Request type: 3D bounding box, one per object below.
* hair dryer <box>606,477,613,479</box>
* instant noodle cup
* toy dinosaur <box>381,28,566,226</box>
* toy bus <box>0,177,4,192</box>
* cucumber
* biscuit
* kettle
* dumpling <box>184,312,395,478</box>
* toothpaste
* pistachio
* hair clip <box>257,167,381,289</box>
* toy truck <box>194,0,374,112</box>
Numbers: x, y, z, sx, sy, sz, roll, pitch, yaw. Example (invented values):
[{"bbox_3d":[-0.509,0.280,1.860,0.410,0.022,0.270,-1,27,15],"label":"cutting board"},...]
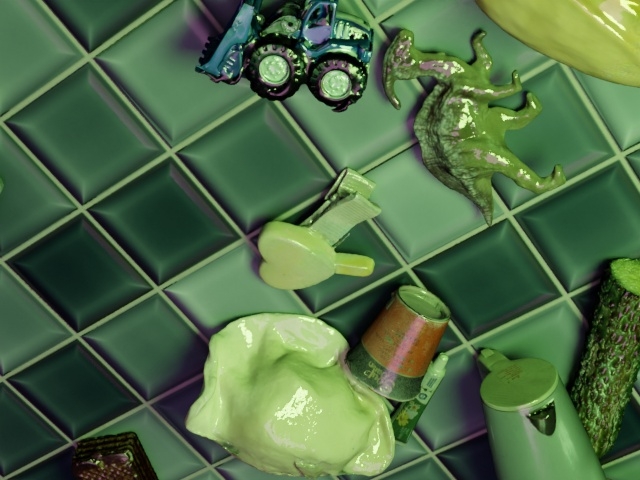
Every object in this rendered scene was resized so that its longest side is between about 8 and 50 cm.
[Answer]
[{"bbox_3d":[0.443,0.411,1.601,0.344,0.189,0.107,18,127,11],"label":"hair dryer"},{"bbox_3d":[0.119,0.142,1.476,0.127,0.127,0.136,23,114,-10],"label":"instant noodle cup"},{"bbox_3d":[0.194,-0.150,1.299,0.162,0.077,0.294,-22,104,23],"label":"toy dinosaur"},{"bbox_3d":[-0.503,-0.129,1.355,0.131,0.106,0.297,9,122,1],"label":"toy bus"},{"bbox_3d":[0.419,0.190,1.495,0.096,0.096,0.359,7,126,1],"label":"cucumber"},{"bbox_3d":[-0.307,0.487,1.762,0.107,0.073,0.388,-12,122,11],"label":"biscuit"},{"bbox_3d":[0.311,0.286,1.502,0.160,0.210,0.243,-23,113,-4],"label":"kettle"},{"bbox_3d":[-0.039,0.235,1.546,0.318,0.187,0.243,13,84,-13],"label":"dumpling"},{"bbox_3d":[0.149,0.249,1.589,0.049,0.031,0.204,21,124,-7],"label":"toothpaste"},{"bbox_3d":[0.294,-0.295,1.095,0.321,0.238,0.229,35,125,1],"label":"pistachio"},{"bbox_3d":[0.002,0.003,1.423,0.159,0.071,0.218,36,124,-20],"label":"hair clip"},{"bbox_3d":[-0.040,-0.242,1.232,0.208,0.113,0.126,7,123,-1],"label":"toy truck"}]
